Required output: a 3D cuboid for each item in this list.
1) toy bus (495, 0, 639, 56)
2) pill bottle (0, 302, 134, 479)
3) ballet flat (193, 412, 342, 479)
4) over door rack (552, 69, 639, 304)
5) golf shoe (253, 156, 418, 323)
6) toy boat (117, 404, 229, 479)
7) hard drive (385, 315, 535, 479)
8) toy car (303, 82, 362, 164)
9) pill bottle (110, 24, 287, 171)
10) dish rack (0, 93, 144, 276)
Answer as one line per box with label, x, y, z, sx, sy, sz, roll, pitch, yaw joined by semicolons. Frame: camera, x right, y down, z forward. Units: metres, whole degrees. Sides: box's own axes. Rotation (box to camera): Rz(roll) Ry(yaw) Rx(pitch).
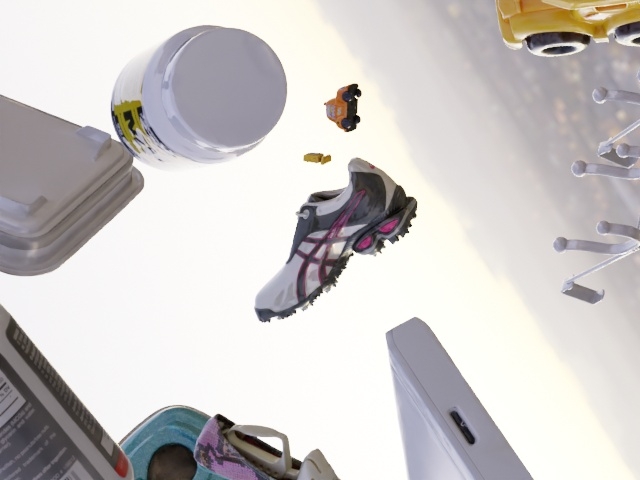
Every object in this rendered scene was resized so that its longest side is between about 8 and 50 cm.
toy bus;0.263;-0.271;1.771;0.211;0.220;0.149;11;-106;-72
pill bottle;-0.390;0.190;2.029;0.363;0.210;0.210;54;-174;-20
ballet flat;-0.041;0.261;2.078;0.221;0.079;0.077;24;-156;16
over door rack;0.380;-0.070;2.439;0.108;0.239;0.324;17;164;2
golf shoe;0.000;0.000;2.400;0.120;0.273;0.105;47;-159;-10
toy boat;-0.280;0.319;2.555;0.318;0.267;0.148;29;160;12
hard drive;0.144;0.249;1.701;0.233;0.047;0.353;56;169;31
toy car;0.008;-0.137;2.092;0.122;0.041;0.060;-49;-40;-50
pill bottle;-0.104;-0.121;1.563;0.119;0.119;0.208;57;165;-9
dish rack;-0.404;-0.097;2.194;0.333;0.072;0.285;21;-143;16
